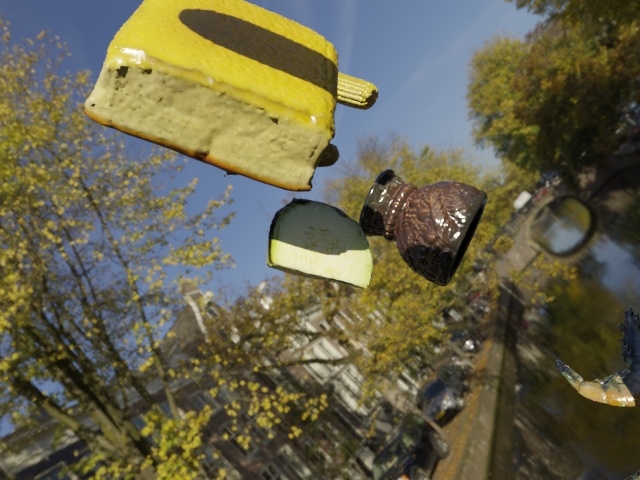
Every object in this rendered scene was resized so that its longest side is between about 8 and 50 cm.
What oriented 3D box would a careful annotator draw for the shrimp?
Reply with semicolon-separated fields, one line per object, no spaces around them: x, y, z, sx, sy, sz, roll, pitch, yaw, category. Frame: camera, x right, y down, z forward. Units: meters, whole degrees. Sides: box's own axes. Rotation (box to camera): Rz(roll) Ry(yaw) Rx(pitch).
0.622;0.242;1.212;0.051;0.197;0.262;71;-150;-41;shrimp

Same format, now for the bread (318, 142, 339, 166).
0.000;-0.172;1.096;0.060;0.066;0.110;-65;-4;12;bread

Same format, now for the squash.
-0.009;0.018;0.988;0.184;0.191;0.085;-86;18;-45;squash

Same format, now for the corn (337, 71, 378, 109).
0.042;-0.332;1.200;0.085;0.165;0.063;-46;-27;-38;corn

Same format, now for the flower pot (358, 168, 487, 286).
0.256;-0.051;1.434;0.267;0.267;0.267;-54;-20;-31;flower pot

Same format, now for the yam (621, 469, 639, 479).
0.356;0.299;0.648;0.129;0.033;0.027;-10;-5;-27;yam

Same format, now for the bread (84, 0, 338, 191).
-0.137;-0.244;0.838;0.333;0.323;0.143;-85;19;-50;bread
